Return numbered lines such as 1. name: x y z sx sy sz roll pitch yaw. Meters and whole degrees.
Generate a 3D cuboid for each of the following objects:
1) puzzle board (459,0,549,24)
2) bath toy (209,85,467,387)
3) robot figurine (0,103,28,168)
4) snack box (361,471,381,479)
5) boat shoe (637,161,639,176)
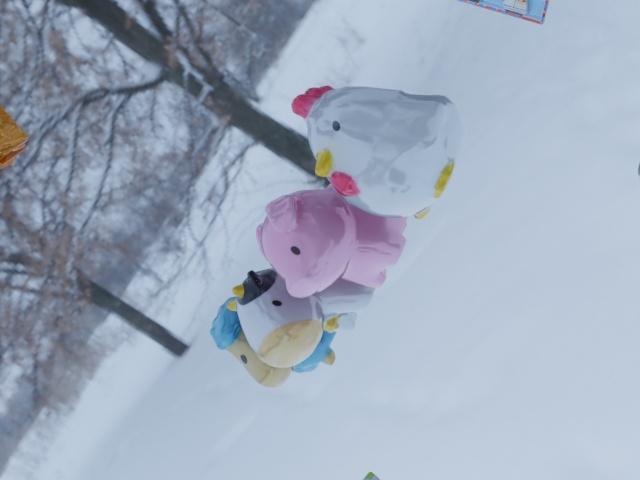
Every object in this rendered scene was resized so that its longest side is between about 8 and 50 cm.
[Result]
1. puzzle board: 0.167 -0.271 0.916 0.011 0.128 0.096 -43 -31 -47
2. bath toy: 0.000 0.000 0.784 0.348 0.129 0.151 117 178 -52
3. robot figurine: -0.521 -0.183 1.168 0.211 0.291 0.085 -44 0 -36
4. snack box: 0.055 0.181 0.445 0.037 0.141 0.100 -42 -14 -27
5. boat shoe: 0.279 -0.089 0.559 0.226 0.076 0.083 -45 2 -21
